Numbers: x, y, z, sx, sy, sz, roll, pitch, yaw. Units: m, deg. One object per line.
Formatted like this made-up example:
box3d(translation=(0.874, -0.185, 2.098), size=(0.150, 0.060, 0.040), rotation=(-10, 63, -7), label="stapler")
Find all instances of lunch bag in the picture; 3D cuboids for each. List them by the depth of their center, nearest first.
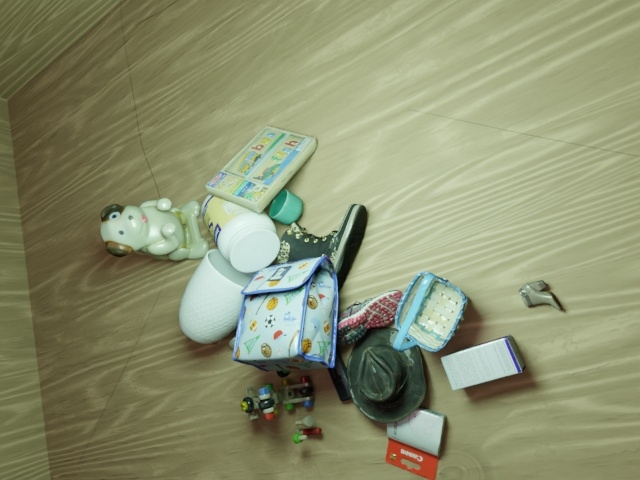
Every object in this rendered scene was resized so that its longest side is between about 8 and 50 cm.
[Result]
box3d(translation=(-0.119, 0.251, 1.635), size=(0.328, 0.239, 0.385), rotation=(-12, 57, 34), label="lunch bag")

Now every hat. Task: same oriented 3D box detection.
box3d(translation=(0.198, 0.459, 1.581), size=(0.331, 0.134, 0.331), rotation=(-12, 67, 31), label="hat")

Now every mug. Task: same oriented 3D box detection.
box3d(translation=(-0.136, -0.135, 1.865), size=(0.129, 0.097, 0.158), rotation=(-53, 29, 16), label="mug")
box3d(translation=(-0.434, 0.226, 1.906), size=(0.328, 0.276, 0.374), rotation=(-55, 25, 13), label="mug")

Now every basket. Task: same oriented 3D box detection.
box3d(translation=(0.342, 0.232, 1.461), size=(0.201, 0.289, 0.254), rotation=(29, 98, 28), label="basket")

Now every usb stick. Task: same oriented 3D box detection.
box3d(translation=(0.057, 0.473, 1.737), size=(0.077, 0.045, 0.278), rotation=(-33, 71, 30), label="usb stick")

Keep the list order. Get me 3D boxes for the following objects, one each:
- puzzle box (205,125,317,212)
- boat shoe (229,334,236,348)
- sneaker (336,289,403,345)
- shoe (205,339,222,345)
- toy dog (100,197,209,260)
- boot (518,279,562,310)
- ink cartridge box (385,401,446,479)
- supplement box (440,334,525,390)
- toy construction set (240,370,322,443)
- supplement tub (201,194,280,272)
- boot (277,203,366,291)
box3d(translation=(-0.232, -0.301, 1.834), size=(0.272, 0.052, 0.409), rotation=(20, 58, 29), label="puzzle box")
box3d(translation=(-0.249, 0.379, 1.903), size=(0.319, 0.116, 0.099), rotation=(-28, 33, 30), label="boat shoe")
box3d(translation=(0.165, 0.259, 1.664), size=(0.299, 0.121, 0.112), rotation=(-31, 29, 13), label="sneaker")
box3d(translation=(-0.446, 0.390, 2.000), size=(0.063, 0.081, 0.178), rotation=(43, 106, 25), label="shoe")
box3d(translation=(-0.771, -0.051, 2.035), size=(0.395, 0.408, 0.284), rotation=(-13, 79, 27), label="toy dog")
box3d(translation=(0.682, 0.183, 1.426), size=(0.087, 0.042, 0.118), rotation=(-38, 68, 27), label="boot")
box3d(translation=(0.318, 0.687, 1.568), size=(0.189, 0.066, 0.232), rotation=(10, 86, 29), label="ink cartridge box")
box3d(translation=(0.516, 0.389, 1.453), size=(0.220, 0.111, 0.114), rotation=(-27, 73, 24), label="supplement box")
box3d(translation=(-0.163, 0.647, 1.778), size=(0.237, 0.257, 0.309), rotation=(-29, 94, 42), label="toy construction set")
box3d(translation=(-0.321, -0.050, 1.837), size=(0.241, 0.241, 0.331), rotation=(-53, 45, 14), label="supplement tub")
box3d(translation=(0.000, 0.000, 1.763), size=(0.284, 0.138, 0.377), rotation=(26, 106, 28), label="boot")
